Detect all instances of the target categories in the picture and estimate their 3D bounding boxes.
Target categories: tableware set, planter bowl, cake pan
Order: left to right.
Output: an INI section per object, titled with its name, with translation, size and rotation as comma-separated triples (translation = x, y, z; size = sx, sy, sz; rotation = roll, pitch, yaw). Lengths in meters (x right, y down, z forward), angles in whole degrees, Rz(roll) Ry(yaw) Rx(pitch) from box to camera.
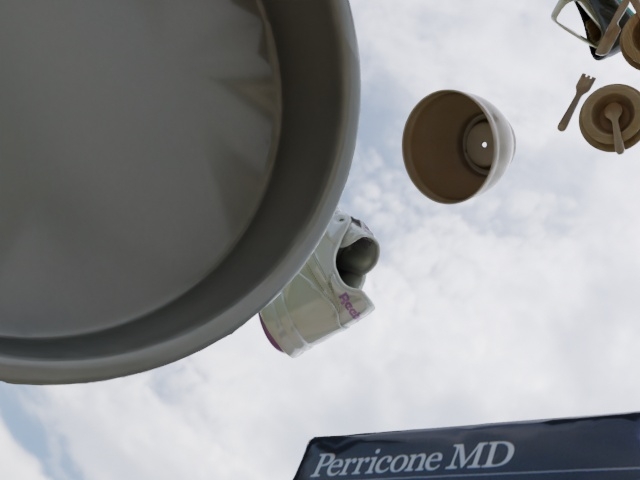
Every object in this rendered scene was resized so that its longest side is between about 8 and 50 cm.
[cake pan]
translation = -0.118, -0.084, 0.419
size = 0.054, 0.293, 0.293
rotation = -13, -78, 60
[planter bowl]
translation = 0.213, -0.136, 1.358
size = 0.162, 0.109, 0.162
rotation = 8, -78, 43
[tableware set]
translation = 0.382, -0.202, 1.151
size = 0.128, 0.039, 0.194
rotation = 29, -84, 28

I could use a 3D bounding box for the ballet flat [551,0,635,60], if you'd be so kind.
[ballet flat]
translation = 0.356, -0.359, 1.329
size = 0.096, 0.095, 0.280
rotation = -42, -63, 11

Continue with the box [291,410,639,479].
[box]
translation = 0.091, 0.292, 0.402
size = 0.293, 0.395, 0.212
rotation = -14, -56, 37

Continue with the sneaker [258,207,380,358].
[sneaker]
translation = 0.000, 0.000, 1.128
size = 0.152, 0.305, 0.114
rotation = -24, -45, 16
